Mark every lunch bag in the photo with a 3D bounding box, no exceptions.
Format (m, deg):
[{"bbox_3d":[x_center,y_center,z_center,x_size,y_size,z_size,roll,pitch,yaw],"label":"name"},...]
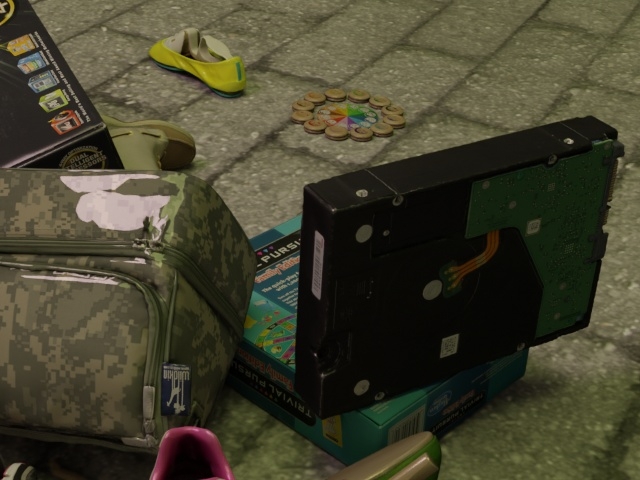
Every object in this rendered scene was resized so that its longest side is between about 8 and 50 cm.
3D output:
[{"bbox_3d":[-0.231,0.080,1.176,0.305,0.212,0.256,3,64,18],"label":"lunch bag"}]

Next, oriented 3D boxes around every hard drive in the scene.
[{"bbox_3d":[0.134,0.021,1.157,0.338,0.237,0.064,-15,37,-26],"label":"hard drive"}]

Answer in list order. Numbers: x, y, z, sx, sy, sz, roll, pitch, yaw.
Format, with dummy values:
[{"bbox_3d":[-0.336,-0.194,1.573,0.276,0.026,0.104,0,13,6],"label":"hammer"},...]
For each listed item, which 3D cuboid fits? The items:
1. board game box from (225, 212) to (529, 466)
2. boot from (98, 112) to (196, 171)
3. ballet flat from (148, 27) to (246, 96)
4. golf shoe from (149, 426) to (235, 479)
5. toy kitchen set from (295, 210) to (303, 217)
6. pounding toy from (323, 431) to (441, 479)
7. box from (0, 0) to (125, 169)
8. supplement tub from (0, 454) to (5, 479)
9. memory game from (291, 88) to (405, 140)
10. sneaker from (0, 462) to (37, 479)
[{"bbox_3d":[0.022,0.100,1.320,0.336,0.079,0.253,28,39,35],"label":"board game box"},{"bbox_3d":[-0.231,-0.093,1.617,0.213,0.077,0.165,6,37,-47],"label":"boot"},{"bbox_3d":[-0.204,-0.311,1.989,0.077,0.077,0.231,-23,40,-36],"label":"ballet flat"},{"bbox_3d":[-0.106,0.277,0.954,0.115,0.140,0.306,-2,32,-12],"label":"golf shoe"},{"bbox_3d":[0.000,0.000,1.534,0.083,0.075,0.068,-30,17,24],"label":"toy kitchen set"},{"bbox_3d":[0.043,0.256,1.019,0.183,0.110,0.237,-29,-5,1],"label":"pounding toy"},{"bbox_3d":[-0.472,-0.161,1.545,0.318,0.097,0.395,-27,50,-10],"label":"box"},{"bbox_3d":[-0.371,0.234,1.030,0.106,0.106,0.198,24,37,31],"label":"supplement tub"},{"bbox_3d":[0.043,-0.202,1.895,0.186,0.012,0.186,3,31,-2],"label":"memory game"},{"bbox_3d":[-0.243,0.263,1.038,0.074,0.063,0.170,-4,36,-12],"label":"sneaker"}]
